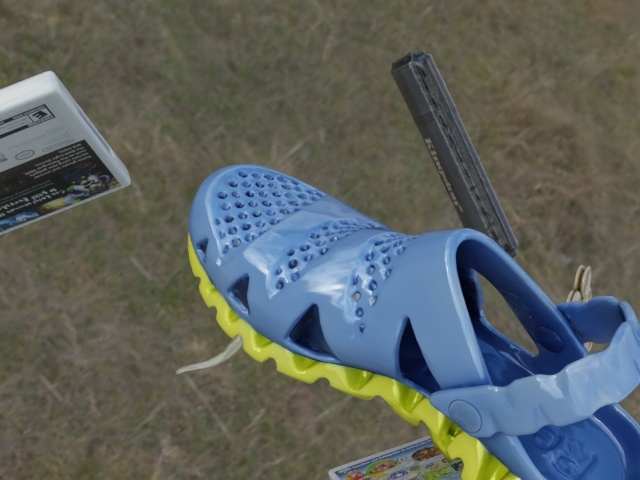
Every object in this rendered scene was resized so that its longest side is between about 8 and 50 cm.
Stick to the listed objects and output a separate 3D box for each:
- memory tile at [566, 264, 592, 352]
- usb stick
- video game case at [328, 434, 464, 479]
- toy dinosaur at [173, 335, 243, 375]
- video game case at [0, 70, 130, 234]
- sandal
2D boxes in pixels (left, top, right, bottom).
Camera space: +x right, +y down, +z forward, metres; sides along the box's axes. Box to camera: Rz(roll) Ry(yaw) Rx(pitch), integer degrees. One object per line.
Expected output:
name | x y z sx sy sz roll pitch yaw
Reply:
memory tile | 0.288 0.108 1.362 0.148 0.012 0.113 73 36 -46
usb stick | 0.162 -0.101 1.475 0.045 0.077 0.278 -29 98 -20
video game case | 0.063 0.151 0.730 0.087 0.122 0.011 -17 105 -13
toy dinosaur | -0.067 0.087 1.558 0.268 0.118 0.064 -45 103 -33
video game case | -0.261 -0.051 0.934 0.173 0.190 0.022 65 4 -67
sandal | 0.063 0.038 0.677 0.317 0.138 0.126 31 48 16
